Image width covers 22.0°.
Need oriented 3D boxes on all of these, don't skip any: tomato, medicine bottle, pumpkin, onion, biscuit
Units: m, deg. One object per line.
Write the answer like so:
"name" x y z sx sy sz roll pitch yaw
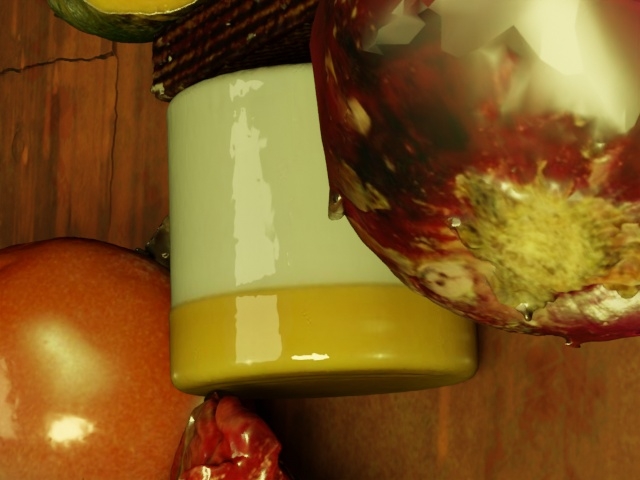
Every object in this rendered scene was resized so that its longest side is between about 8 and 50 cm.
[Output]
"tomato" -0.225 0.160 1.444 0.341 0.341 0.273 -36 33 43
"medicine bottle" 0.000 0.000 1.279 0.238 0.238 0.232 -13 74 49
"pumpkin" -0.110 -0.254 1.549 0.278 0.163 0.111 -35 79 -2
"onion" 0.166 -0.132 1.077 0.348 0.348 0.385 -37 25 42
"biscuit" 0.000 -0.200 1.396 0.388 0.107 0.073 -23 70 47

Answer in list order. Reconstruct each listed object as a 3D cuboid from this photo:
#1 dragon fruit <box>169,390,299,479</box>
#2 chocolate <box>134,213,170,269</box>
"dragon fruit" -0.080 0.283 1.243 0.228 0.329 0.286 -48 36 -21
"chocolate" -0.137 0.040 1.570 0.102 0.065 0.329 42 126 0
